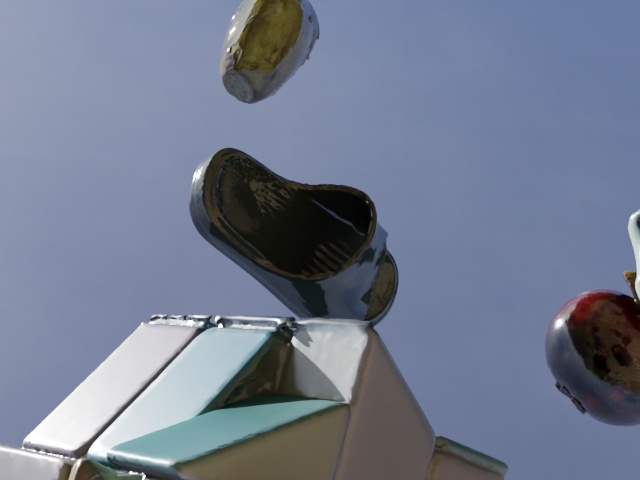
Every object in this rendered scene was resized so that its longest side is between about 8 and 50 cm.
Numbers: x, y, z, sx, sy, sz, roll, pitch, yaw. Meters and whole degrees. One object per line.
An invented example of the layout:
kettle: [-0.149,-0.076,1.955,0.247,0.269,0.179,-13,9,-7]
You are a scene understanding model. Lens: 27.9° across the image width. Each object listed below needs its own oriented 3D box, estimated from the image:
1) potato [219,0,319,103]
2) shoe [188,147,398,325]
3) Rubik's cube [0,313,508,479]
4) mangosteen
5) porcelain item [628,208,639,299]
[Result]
potato: [-0.071,-0.261,1.681,0.113,0.149,0.251,33,-151,-1]
shoe: [0.000,0.000,1.099,0.241,0.093,0.108,34,-124,-35]
Rubik's cube: [-0.075,0.244,0.970,0.358,0.387,0.368,28,-109,-37]
mangosteen: [0.381,0.133,1.603,0.200,0.200,0.200,10,-134,-10]
porcelain item: [0.398,0.054,1.056,0.281,0.157,0.286,-19,-98,-55]
